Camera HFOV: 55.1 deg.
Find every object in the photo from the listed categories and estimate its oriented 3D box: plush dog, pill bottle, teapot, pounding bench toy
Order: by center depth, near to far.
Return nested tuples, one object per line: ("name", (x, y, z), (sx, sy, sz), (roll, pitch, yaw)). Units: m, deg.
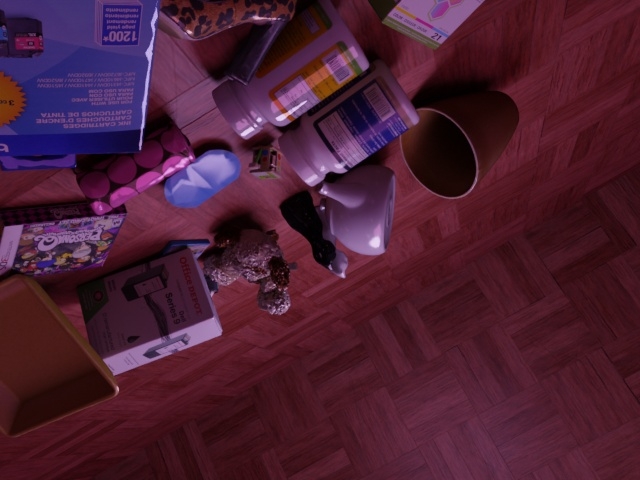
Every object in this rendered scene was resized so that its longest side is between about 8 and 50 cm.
("pill bottle", (-0.054, -0.279, 1.029), (0.246, 0.136, 0.136), (-32, 159, 11))
("pill bottle", (0.054, -0.233, 1.251), (0.265, 0.153, 0.153), (-33, 159, 13))
("pounding bench toy", (-0.119, -0.171, 1.289), (0.052, 0.065, 0.083), (-1, 169, 23))
("plush dog", (-0.160, 0.046, 1.591), (0.210, 0.262, 0.225), (-58, 176, -15))
("teapot", (0.091, -0.083, 1.603), (0.187, 0.252, 0.256), (6, 122, 13))

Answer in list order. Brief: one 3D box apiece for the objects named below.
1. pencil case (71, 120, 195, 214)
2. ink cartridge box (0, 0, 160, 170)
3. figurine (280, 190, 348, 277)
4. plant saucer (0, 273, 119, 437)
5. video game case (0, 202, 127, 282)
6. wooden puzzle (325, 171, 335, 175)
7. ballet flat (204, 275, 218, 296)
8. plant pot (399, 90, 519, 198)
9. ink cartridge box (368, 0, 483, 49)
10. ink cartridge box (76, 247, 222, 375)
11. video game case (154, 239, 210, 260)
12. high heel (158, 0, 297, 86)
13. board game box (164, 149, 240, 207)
("pencil case", (-0.328, -0.134, 1.093), (0.209, 0.098, 0.095), (-27, 115, -2))
("ink cartridge box", (-0.339, -0.233, 0.712), (0.270, 0.151, 0.395), (-6, 154, -24))
("figurine", (0.000, 0.000, 1.641), (0.092, 0.209, 0.215), (-31, 159, 8))
("plant saucer", (-0.640, 0.241, 1.320), (0.333, 0.332, 0.081), (-24, -158, 17))
("video game case", (-0.525, 0.002, 1.221), (0.232, 0.042, 0.210), (-10, 154, -41))
("wooden puzzle", (0.035, -0.184, 1.535), (0.116, 0.014, 0.078), (-20, 158, -23))
("ballet flat", (-0.375, 0.175, 1.773), (0.203, 0.074, 0.074), (-33, 159, 13))
("plant pot", (0.365, -0.265, 1.514), (0.254, 0.237, 0.237), (-34, 164, -29))
("ink cartridge box", (0.215, -0.459, 1.006), (0.255, 0.097, 0.189), (-41, 156, 32))
("ink cartridge box", (-0.410, 0.169, 1.488), (0.289, 0.211, 0.121), (-21, 153, -10))
("video game case", (-0.371, 0.051, 1.568), (0.119, 0.015, 0.166), (-2, 147, -49))
("high heel", (-0.149, -0.360, 0.859), (0.261, 0.093, 0.186), (28, 93, -46))
("board game box", (-0.249, -0.137, 1.266), (0.169, 0.033, 0.133), (-35, 154, 4))
